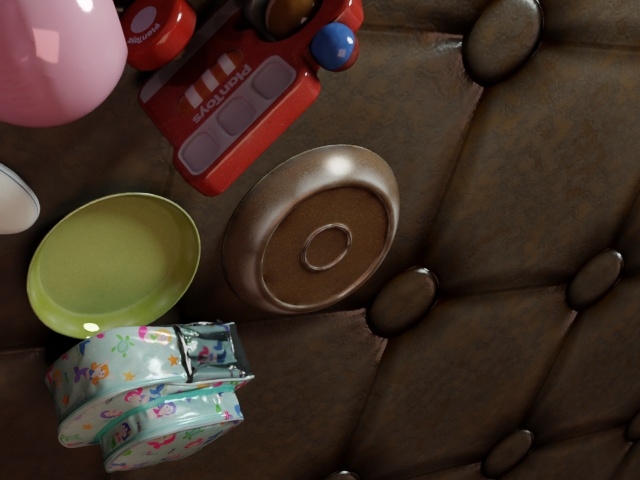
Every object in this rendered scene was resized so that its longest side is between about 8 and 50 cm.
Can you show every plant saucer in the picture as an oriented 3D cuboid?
[{"bbox_3d":[-0.281,0.030,1.261,0.241,0.037,0.241,-19,132,-22],"label":"plant saucer"},{"bbox_3d":[0.000,0.000,1.427,0.310,0.050,0.310,-20,134,-22],"label":"plant saucer"}]

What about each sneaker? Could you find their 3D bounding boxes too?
[{"bbox_3d":[-0.427,-0.057,1.047,0.258,0.091,0.094,27,106,-45],"label":"sneaker"}]

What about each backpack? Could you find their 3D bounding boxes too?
[{"bbox_3d":[-0.246,0.213,1.298,0.253,0.191,0.225,10,143,-42],"label":"backpack"}]

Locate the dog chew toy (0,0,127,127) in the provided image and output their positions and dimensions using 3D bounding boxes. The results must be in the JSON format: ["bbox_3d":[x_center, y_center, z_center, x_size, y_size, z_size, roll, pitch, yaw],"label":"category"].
[{"bbox_3d":[-0.366,-0.187,0.916,0.332,0.206,0.206,-20,134,-11],"label":"dog chew toy"}]

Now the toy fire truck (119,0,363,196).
[{"bbox_3d":[-0.072,-0.212,1.052,0.302,0.254,0.169,-43,137,2],"label":"toy fire truck"}]
